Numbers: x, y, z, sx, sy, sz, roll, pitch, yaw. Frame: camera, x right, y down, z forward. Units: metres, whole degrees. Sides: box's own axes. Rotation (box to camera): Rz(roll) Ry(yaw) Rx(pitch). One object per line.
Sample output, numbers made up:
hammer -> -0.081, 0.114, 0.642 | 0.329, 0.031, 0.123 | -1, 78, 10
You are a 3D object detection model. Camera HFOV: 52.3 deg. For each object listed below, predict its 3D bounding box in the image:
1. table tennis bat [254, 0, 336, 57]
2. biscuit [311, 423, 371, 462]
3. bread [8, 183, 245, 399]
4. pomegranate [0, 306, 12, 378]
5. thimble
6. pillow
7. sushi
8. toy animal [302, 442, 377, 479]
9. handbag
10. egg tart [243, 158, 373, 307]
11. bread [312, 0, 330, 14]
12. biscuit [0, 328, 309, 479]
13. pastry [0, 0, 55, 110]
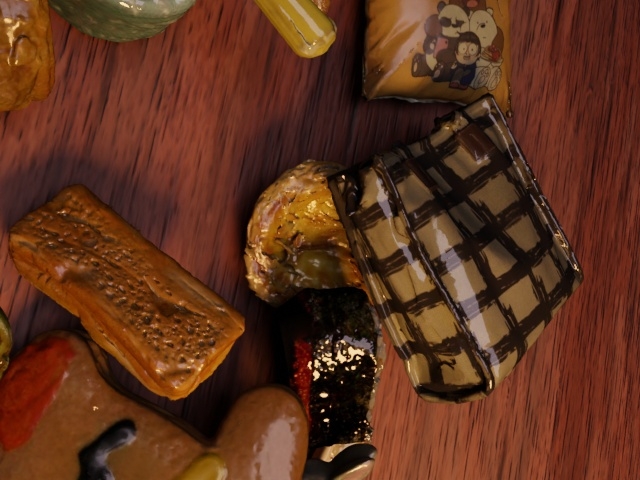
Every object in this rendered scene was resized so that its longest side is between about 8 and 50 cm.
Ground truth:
table tennis bat -> -0.117, -0.353, 0.726 | 0.368, 0.054, 0.224 | 43, 68, -20
biscuit -> 0.008, 0.334, 0.937 | 0.056, 0.052, 0.188 | 33, 71, -14
bread -> -0.216, 0.051, 0.735 | 0.271, 0.077, 0.139 | 37, 53, 9
pomegranate -> -0.403, 0.119, 0.670 | 0.169, 0.122, 0.143 | -8, 60, 3
thimble -> -0.242, -0.357, 0.757 | 0.198, 0.143, 0.235 | -32, 106, -29
pillow -> 0.191, -0.358, 1.022 | 0.310, 0.119, 0.313 | 0, 90, -27
sushi -> 0.009, 0.169, 0.861 | 0.126, 0.136, 0.225 | -9, 122, -13
toy animal -> -0.041, 0.328, 0.818 | 0.236, 0.138, 0.108 | -7, 104, 14
handbag -> 0.192, -0.002, 0.891 | 0.325, 0.162, 0.327 | -32, 99, -42
egg tart -> 0.000, 0.000, 0.919 | 0.252, 0.098, 0.232 | -8, 100, -26
bread -> -0.019, -0.358, 0.943 | 0.083, 0.046, 0.081 | -28, 108, -30
biscuit -> -0.206, 0.288, 0.713 | 0.394, 0.076, 0.368 | 25, 76, -1
pastry -> -0.347, -0.238, 0.642 | 0.132, 0.235, 0.240 | -14, 86, -25
